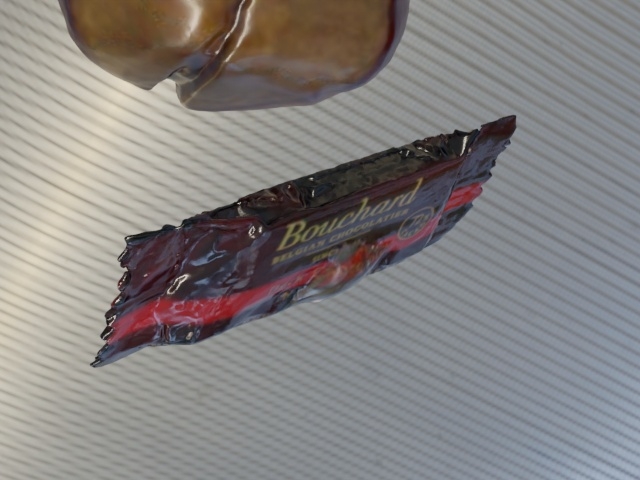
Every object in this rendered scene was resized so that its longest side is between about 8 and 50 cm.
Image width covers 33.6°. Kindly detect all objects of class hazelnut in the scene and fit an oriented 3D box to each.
[{"bbox_3d":[-0.054,-0.161,0.629,0.212,0.181,0.181,23,78,-19],"label":"hazelnut"}]

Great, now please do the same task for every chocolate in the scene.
[{"bbox_3d":[0.000,0.000,0.401,0.183,0.028,0.086,-16,149,-33],"label":"chocolate"}]
